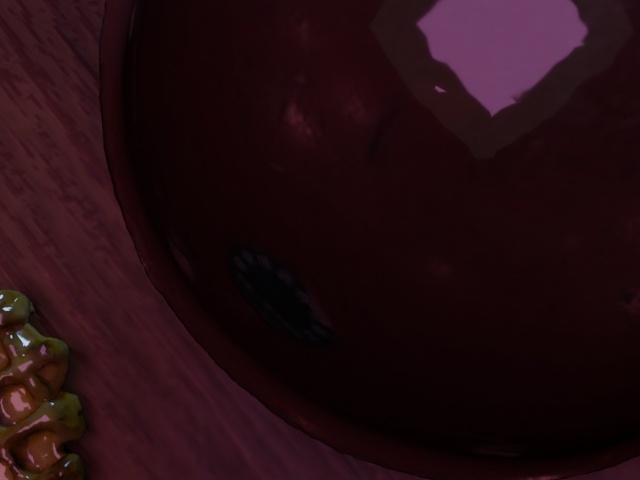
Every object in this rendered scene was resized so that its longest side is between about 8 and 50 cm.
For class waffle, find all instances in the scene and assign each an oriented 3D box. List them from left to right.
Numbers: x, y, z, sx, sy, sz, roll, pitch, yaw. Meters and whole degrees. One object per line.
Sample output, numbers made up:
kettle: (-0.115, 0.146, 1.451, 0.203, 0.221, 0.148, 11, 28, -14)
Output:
waffle: (-0.195, 0.098, 0.866, 0.191, 0.038, 0.191, -1, 86, 9)

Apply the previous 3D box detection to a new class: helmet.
helmet: (0.094, -0.092, 0.706, 0.337, 0.230, 0.385, 35, 85, -1)
